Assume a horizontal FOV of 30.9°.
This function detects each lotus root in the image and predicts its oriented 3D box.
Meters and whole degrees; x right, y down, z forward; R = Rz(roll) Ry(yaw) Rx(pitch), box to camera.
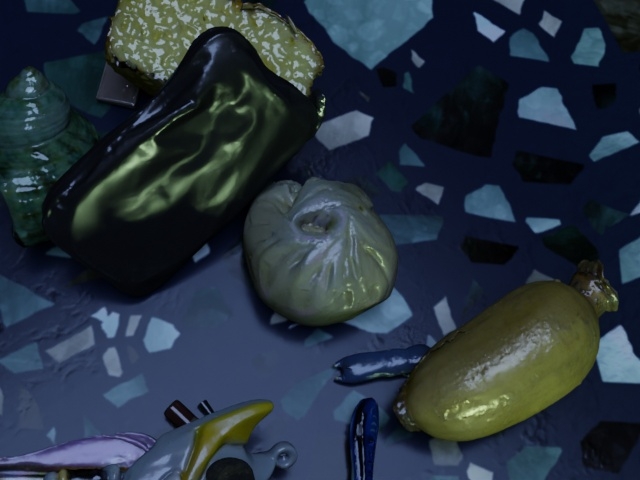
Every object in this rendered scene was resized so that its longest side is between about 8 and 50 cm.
[{"bbox_3d":[0.223,0.139,1.342,0.303,0.146,0.131,-32,72,-11],"label":"lotus root"}]

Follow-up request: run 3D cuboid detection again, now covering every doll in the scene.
[{"bbox_3d":[-0.176,0.270,1.252,0.316,0.103,0.145,-13,94,-11],"label":"doll"},{"bbox_3d":[0.077,0.148,1.388,0.125,0.027,0.037,-7,72,-5],"label":"doll"}]

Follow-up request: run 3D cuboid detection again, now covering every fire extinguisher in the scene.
[{"bbox_3d":[-0.131,0.219,1.345,0.100,0.032,0.046,41,34,5],"label":"fire extinguisher"}]

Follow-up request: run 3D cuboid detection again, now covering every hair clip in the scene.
[{"bbox_3d":[-0.337,0.277,1.287,0.358,0.095,0.110,6,36,-13],"label":"hair clip"}]

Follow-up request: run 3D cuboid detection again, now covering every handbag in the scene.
[{"bbox_3d":[-0.154,-0.091,1.327,0.332,0.191,0.075,-45,37,5],"label":"handbag"}]

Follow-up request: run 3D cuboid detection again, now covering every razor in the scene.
[{"bbox_3d":[0.045,0.338,1.309,0.056,0.093,0.324,-13,65,27],"label":"razor"}]

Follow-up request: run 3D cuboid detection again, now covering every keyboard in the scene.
[{"bbox_3d":[-0.241,-0.248,1.492,0.055,0.017,0.166,11,71,3],"label":"keyboard"}]

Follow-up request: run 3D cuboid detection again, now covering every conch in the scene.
[{"bbox_3d":[-0.331,-0.103,1.367,0.188,0.122,0.176,63,30,-12],"label":"conch"}]

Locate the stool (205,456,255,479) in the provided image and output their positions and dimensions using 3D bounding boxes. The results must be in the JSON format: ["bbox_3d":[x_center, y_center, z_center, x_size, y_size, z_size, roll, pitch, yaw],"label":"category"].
[{"bbox_3d":[-0.039,0.360,1.134,0.272,0.178,0.272,-3,41,2],"label":"stool"}]

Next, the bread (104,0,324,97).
[{"bbox_3d":[-0.138,-0.226,1.431,0.260,0.147,0.160,20,78,-14],"label":"bread"}]

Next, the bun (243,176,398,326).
[{"bbox_3d":[0.000,0.000,1.376,0.178,0.128,0.193,-12,71,-8],"label":"bun"}]
